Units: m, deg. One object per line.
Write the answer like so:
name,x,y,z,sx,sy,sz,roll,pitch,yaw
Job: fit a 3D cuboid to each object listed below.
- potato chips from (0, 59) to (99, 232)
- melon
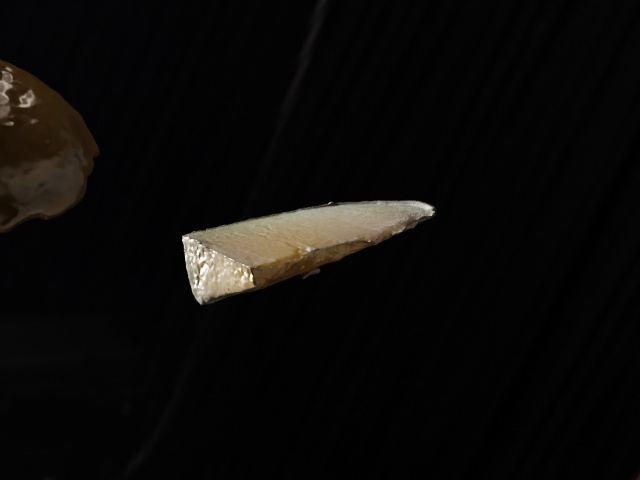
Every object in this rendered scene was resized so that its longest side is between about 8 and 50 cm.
potato chips,-0.244,-0.076,1.230,0.150,0.049,0.202,-32,-124,-21
melon,-0.006,0.001,1.337,0.182,0.054,0.098,-19,-170,-36
